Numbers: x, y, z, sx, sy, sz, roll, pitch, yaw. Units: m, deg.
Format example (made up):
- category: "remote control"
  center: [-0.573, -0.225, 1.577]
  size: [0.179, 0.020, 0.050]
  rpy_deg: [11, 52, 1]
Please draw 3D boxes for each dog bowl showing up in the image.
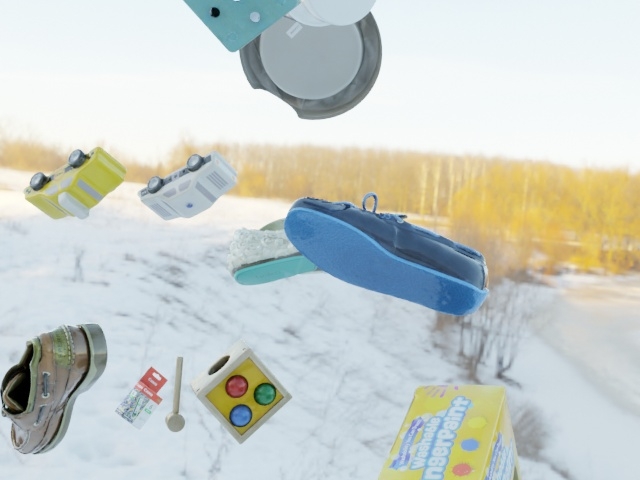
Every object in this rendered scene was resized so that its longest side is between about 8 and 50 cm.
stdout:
- category: "dog bowl"
  center: [-0.020, -0.473, 1.932]
  size: [0.348, 0.349, 0.102]
  rpy_deg: [6, 30, 3]

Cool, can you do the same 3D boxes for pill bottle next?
- category: "pill bottle"
  center: [-0.021, -0.448, 1.334]
  size: [0.162, 0.162, 0.278]
  rpy_deg: [5, 20, -30]

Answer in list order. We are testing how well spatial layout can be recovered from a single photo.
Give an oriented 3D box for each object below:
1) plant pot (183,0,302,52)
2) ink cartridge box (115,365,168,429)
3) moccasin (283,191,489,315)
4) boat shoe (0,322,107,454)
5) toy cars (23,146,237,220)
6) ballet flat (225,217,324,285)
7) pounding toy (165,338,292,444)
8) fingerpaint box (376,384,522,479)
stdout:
- category: "plant pot"
  center: [-0.097, -0.344, 0.980]
  size: [0.165, 0.234, 0.166]
  rpy_deg: [-31, -56, 21]
- category: "ink cartridge box"
  center: [-0.359, 0.322, 1.626]
  size: [0.029, 0.115, 0.063]
  rpy_deg: [19, -25, 45]
- category: "moccasin"
  center: [0.107, 0.016, 1.289]
  size: [0.342, 0.117, 0.138]
  rpy_deg: [26, -44, -4]
- category: "boat shoe"
  center: [-0.416, 0.217, 1.159]
  size: [0.104, 0.307, 0.111]
  rpy_deg: [0, 48, -40]
- category: "toy cars"
  center: [-0.350, -0.085, 1.482]
  size: [0.393, 0.087, 0.176]
  rpy_deg: [0, -39, -15]
- category: "ballet flat"
  center: [0.000, 0.000, 1.657]
  size: [0.408, 0.147, 0.147]
  rpy_deg: [-6, 0, 4]
- category: "pounding toy"
  center: [-0.189, 0.279, 1.430]
  size: [0.181, 0.206, 0.094]
  rpy_deg: [51, -10, -16]
- category: "fingerpaint box"
  center: [0.196, 0.493, 1.180]
  size: [0.163, 0.371, 0.445]
  rpy_deg: [-4, 23, 25]
